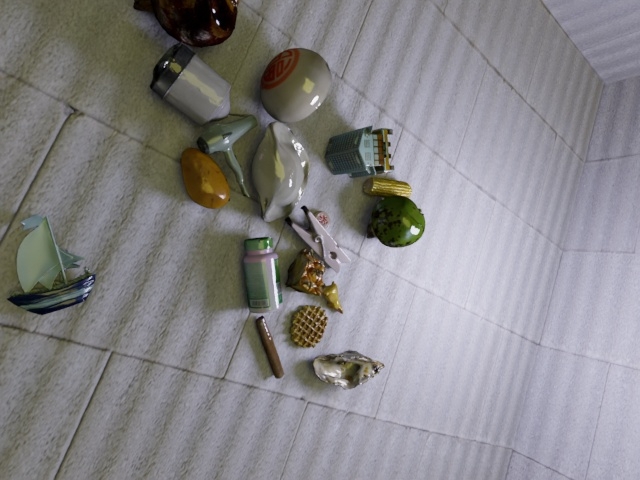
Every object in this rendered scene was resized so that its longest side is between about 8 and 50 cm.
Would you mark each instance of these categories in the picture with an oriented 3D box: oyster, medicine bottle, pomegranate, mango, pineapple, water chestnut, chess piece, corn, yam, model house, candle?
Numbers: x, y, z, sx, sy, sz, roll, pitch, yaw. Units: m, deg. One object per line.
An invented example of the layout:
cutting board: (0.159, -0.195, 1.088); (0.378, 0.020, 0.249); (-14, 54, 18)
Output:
oyster: (0.116, 0.549, 1.735); (0.341, 0.110, 0.166); (-7, 90, -29)
medicine bottle: (-0.219, 0.125, 1.499); (0.133, 0.133, 0.274); (-9, 98, -31)
pomegranate: (0.325, -0.076, 1.776); (0.270, 0.254, 0.254); (-20, 105, 11)
mango: (-0.406, -0.213, 1.386); (0.147, 0.109, 0.227); (-39, 109, -25)
pineapple: (-0.061, 0.139, 1.590); (0.114, 0.236, 0.186); (34, 113, -23)
water chestnut: (-0.435, -0.785, 1.275); (0.335, 0.347, 0.335); (-8, 90, -69)
chess piece: (0.000, -0.082, 1.684); (0.083, 0.038, 0.083); (0, 90, -33)
corn: (0.314, -0.236, 1.841); (0.244, 0.093, 0.093); (3, 90, -32)
yam: (-0.199, 0.418, 1.570); (0.046, 0.046, 0.264); (-24, 104, -29)
model house: (0.167, -0.366, 1.676); (0.215, 0.224, 0.198); (-6, 97, -35)
candle: (-0.390, -0.487, 1.347); (0.330, 0.187, 0.187); (35, 74, -28)

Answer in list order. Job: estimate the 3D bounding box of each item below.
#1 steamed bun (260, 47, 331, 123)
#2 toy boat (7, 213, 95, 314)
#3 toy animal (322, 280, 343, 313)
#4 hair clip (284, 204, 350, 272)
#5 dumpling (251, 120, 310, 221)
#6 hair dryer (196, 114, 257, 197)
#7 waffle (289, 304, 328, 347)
steamed bun: (-0.107, -0.577, 1.455); (0.177, 0.283, 0.283); (36, 72, -44)
toy boat: (-0.783, 0.076, 1.189); (0.210, 0.070, 0.291); (10, 83, -34)
toy animal: (0.055, 0.259, 1.712); (0.083, 0.070, 0.159); (-76, 148, -55)
hair clip: (-0.001, -0.001, 1.641); (0.101, 0.085, 0.331); (-44, 123, -2)
dumpling: (-0.140, -0.258, 1.521); (0.260, 0.181, 0.341); (-9, 86, -52)
hair dryer: (-0.277, -0.321, 1.413); (0.229, 0.092, 0.267); (-54, 127, -20)
waffle: (-0.047, 0.357, 1.668); (0.191, 0.038, 0.191); (-1, 93, -31)
